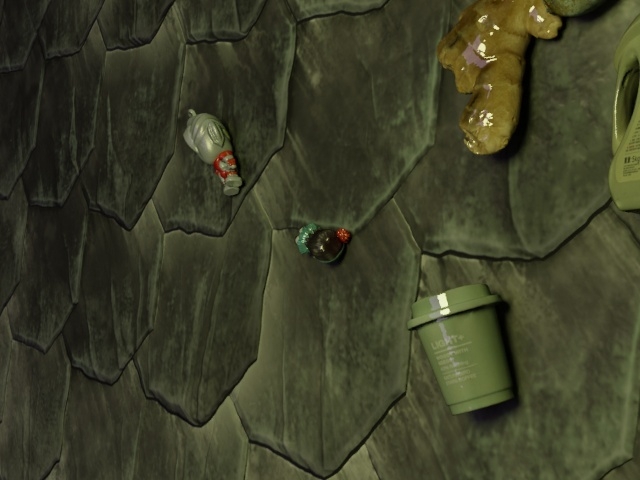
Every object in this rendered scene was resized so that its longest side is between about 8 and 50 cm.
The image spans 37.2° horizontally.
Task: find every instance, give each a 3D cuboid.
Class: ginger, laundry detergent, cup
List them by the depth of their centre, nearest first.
[{"bbox_3d":[0.368,-0.154,0.947,0.181,0.091,0.254,-2,84,57],"label":"laundry detergent"},{"bbox_3d":[0.174,0.131,1.135,0.120,0.120,0.141,-31,71,45],"label":"cup"},{"bbox_3d":[0.226,-0.271,1.151,0.148,0.081,0.334,33,104,49],"label":"ginger"}]

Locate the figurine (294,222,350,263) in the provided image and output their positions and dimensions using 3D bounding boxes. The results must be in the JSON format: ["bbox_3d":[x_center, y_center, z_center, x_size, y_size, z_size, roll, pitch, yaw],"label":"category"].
[{"bbox_3d":[0.000,0.000,1.425,0.060,0.047,0.106,-48,30,-13],"label":"figurine"}]

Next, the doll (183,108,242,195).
[{"bbox_3d":[-0.185,-0.158,1.659,0.180,0.079,0.094,60,154,20],"label":"doll"}]

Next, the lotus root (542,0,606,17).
[{"bbox_3d":[0.308,-0.311,1.051,0.165,0.088,0.088,-48,50,30],"label":"lotus root"}]
